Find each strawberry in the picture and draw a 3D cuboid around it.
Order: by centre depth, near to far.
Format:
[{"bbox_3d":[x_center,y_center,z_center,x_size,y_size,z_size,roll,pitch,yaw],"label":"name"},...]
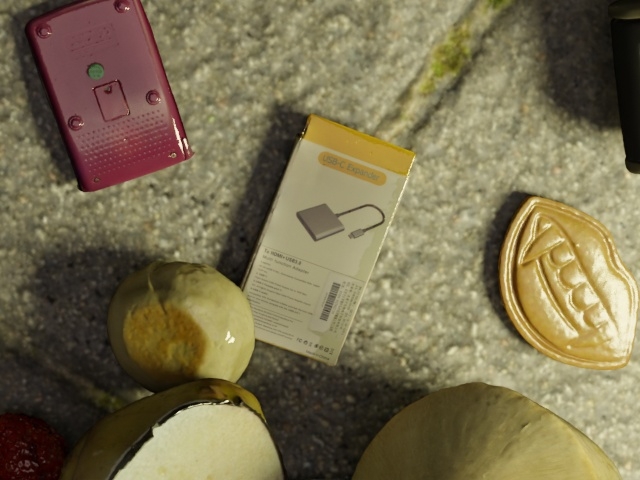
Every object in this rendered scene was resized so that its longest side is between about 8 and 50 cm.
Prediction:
[{"bbox_3d":[-0.308,0.223,1.771,0.083,0.083,0.096,-41,96,2],"label":"strawberry"}]

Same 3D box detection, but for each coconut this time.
[{"bbox_3d":[0.170,0.292,1.712,0.329,0.329,0.328,-1,101,-7],"label":"coconut"}]

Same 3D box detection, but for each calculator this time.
[{"bbox_3d":[-0.218,-0.153,1.730,0.127,0.034,0.190,-19,102,-2],"label":"calculator"}]

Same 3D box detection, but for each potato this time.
[{"bbox_3d":[-0.174,0.267,1.726,0.247,0.196,0.299,-7,113,-32],"label":"potato"}]

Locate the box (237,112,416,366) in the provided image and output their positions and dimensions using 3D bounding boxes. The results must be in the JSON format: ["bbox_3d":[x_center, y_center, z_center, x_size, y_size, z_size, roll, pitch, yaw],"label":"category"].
[{"bbox_3d":[0.000,0.000,1.787,0.129,0.033,0.247,21,98,-9],"label":"box"}]

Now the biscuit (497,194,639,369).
[{"bbox_3d":[0.267,0.051,1.834,0.142,0.029,0.220,-28,103,-1],"label":"biscuit"}]

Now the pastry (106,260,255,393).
[{"bbox_3d":[-0.145,0.096,1.745,0.156,0.092,0.156,7,110,19],"label":"pastry"}]

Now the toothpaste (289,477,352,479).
[{"bbox_3d":[0.006,0.407,1.855,0.114,0.073,0.299,-1,94,-7],"label":"toothpaste"}]

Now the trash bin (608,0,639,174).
[{"bbox_3d":[0.443,-0.179,1.740,0.290,0.182,0.209,-11,101,-11],"label":"trash bin"}]
